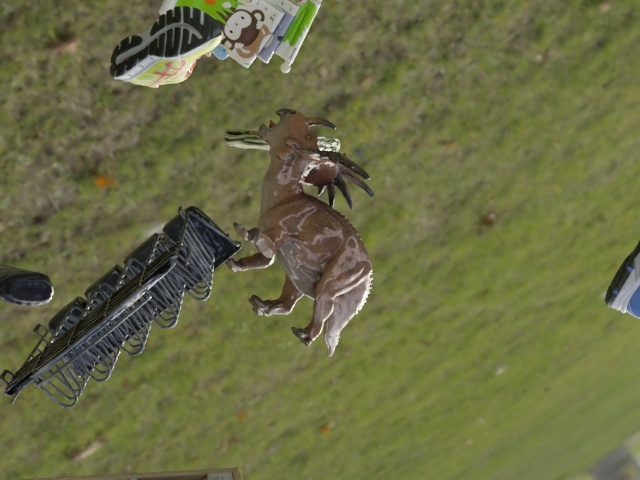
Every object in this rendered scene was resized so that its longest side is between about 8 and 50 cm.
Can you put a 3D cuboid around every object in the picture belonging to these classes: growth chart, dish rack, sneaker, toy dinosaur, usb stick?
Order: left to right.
[{"bbox_3d":[-0.447,0.051,1.583,0.077,0.045,0.278,7,180,-38],"label":"usb stick"},{"bbox_3d":[-0.174,0.063,1.048,0.208,0.074,0.271,-40,-170,5],"label":"dish rack"},{"bbox_3d":[-0.209,-0.275,1.713,0.208,0.081,0.094,-12,155,40],"label":"sneaker"},{"bbox_3d":[-0.128,-0.353,1.818,0.021,0.237,0.172,-75,-174,-65],"label":"growth chart"},{"bbox_3d":[0.000,0.000,1.409,0.200,0.295,0.127,-37,-161,-21],"label":"toy dinosaur"},{"bbox_3d":[0.458,0.010,1.535,0.211,0.081,0.080,-60,174,11],"label":"sneaker"}]

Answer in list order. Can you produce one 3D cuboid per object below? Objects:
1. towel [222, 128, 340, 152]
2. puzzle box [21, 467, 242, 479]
[{"bbox_3d":[-0.051,-0.129,1.554,0.110,0.027,0.148,8,-174,30],"label":"towel"},{"bbox_3d":[-0.203,0.366,1.250,0.272,0.052,0.409,-2,-162,-9],"label":"puzzle box"}]
